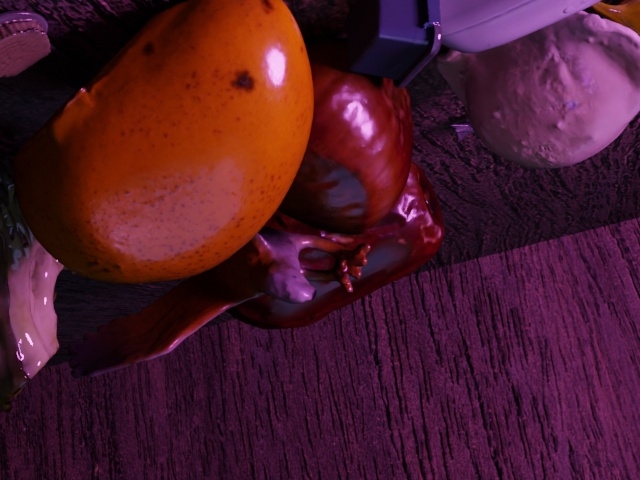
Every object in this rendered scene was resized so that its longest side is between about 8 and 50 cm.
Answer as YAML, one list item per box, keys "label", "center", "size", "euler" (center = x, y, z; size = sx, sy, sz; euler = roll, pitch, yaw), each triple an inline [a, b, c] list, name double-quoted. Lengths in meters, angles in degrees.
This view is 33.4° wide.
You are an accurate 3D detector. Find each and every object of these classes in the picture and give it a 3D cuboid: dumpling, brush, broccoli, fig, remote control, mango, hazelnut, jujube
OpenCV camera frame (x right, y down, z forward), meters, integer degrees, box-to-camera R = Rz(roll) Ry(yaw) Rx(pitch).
- label: "dumpling"
  center: [0.211, -0.156, 1.039]
  size: [0.179, 0.131, 0.252]
  euler: [38, 159, -14]
- label: "brush"
  center: [-0.204, -0.136, 0.894]
  size: [0.062, 0.027, 0.266]
  euler: [-29, 168, 10]
- label: "broccoli"
  center: [-0.325, 0.035, 1.079]
  size: [0.248, 0.245, 0.288]
  euler: [-33, 180, 5]
- label: "fig"
  center: [0.305, -0.221, 1.009]
  size: [0.166, 0.093, 0.093]
  euler: [30, 156, -13]
- label: "remote control"
  center: [0.222, -0.223, 0.885]
  size: [0.293, 0.051, 0.103]
  euler: [-20, 166, 31]
- label: "mango"
  center: [-0.114, -0.076, 0.861]
  size: [0.290, 0.191, 0.160]
  euler: [-44, -158, 23]
- label: "hazelnut"
  center: [0.011, -0.100, 0.997]
  size: [0.178, 0.178, 0.204]
  euler: [-15, 142, 14]
- label: "jujube"
  center: [0.000, 0.000, 1.415]
  size: [0.318, 0.223, 0.223]
  euler: [-20, 168, 16]

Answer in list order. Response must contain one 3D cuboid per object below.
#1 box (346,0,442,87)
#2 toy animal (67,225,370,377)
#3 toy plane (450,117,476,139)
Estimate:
- label: "box"
  center: [0.058, -0.177, 0.887]
  size: [0.054, 0.074, 0.099]
  euler: [2, 166, -17]
- label: "toy animal"
  center: [-0.103, 0.013, 1.130]
  size: [0.302, 0.225, 0.284]
  euler: [8, -163, -1]
- label: "toy plane"
  center: [0.205, -0.147, 1.332]
  size: [0.083, 0.031, 0.078]
  euler: [-14, 170, 10]
